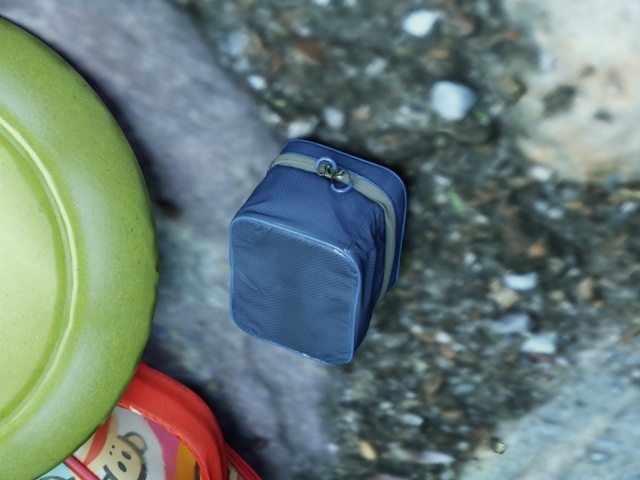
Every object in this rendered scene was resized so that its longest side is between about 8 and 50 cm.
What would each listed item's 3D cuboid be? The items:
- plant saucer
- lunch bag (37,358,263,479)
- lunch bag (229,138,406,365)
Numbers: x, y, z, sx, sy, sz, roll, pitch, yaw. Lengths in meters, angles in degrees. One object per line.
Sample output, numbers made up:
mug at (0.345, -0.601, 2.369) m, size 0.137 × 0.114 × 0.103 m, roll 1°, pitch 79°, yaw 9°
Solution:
plant saucer at (-0.193, 0.011, 0.766) m, size 0.241 × 0.037 × 0.240 m, roll 1°, pitch 100°, yaw 3°
lunch bag at (-0.164, 0.127, 0.901) m, size 0.258 × 0.120 × 0.293 m, roll -27°, pitch 116°, yaw 31°
lunch bag at (0.000, 0.000, 0.793) m, size 0.067 × 0.065 × 0.098 m, roll 21°, pitch 140°, yaw 13°
